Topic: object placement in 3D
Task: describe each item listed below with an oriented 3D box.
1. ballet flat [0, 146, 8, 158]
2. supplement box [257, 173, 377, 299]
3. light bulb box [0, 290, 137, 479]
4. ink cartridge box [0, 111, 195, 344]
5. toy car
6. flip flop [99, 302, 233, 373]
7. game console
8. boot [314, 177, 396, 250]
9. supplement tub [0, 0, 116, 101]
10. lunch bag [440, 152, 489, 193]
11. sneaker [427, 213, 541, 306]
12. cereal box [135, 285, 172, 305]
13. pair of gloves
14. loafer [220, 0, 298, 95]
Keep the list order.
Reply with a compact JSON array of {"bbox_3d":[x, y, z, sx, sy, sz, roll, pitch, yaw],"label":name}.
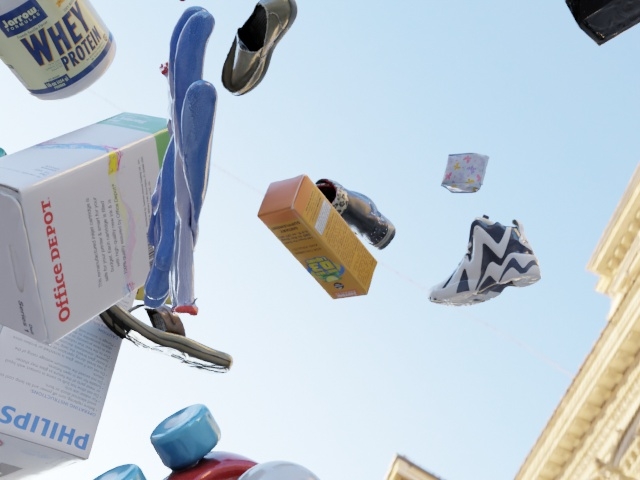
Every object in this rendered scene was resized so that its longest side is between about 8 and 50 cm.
[{"bbox_3d":[-0.709,-0.123,1.359,0.247,0.083,0.087,-8,-50,-12],"label":"ballet flat"},{"bbox_3d":[0.000,0.000,1.175,0.078,0.080,0.233,-12,-44,35],"label":"supplement box"},{"bbox_3d":[-0.563,0.241,1.365,0.225,0.361,0.358,31,-41,-31],"label":"light bulb box"},{"bbox_3d":[-0.296,-0.028,0.924,0.117,0.278,0.201,14,-60,26],"label":"ink cartridge box"},{"bbox_3d":[-0.076,0.290,0.708,0.238,0.210,0.219,-19,-79,39],"label":"toy car"},{"bbox_3d":[-0.280,0.163,1.320,0.277,0.080,0.112,26,-25,-17],"label":"flip flop"},{"bbox_3d":[0.559,-0.366,1.166,0.213,0.361,0.044,-28,-117,33],"label":"game console"},{"bbox_3d":[0.039,-0.081,1.500,0.178,0.236,0.085,33,-83,-36],"label":"boot"},{"bbox_3d":[-0.615,-0.486,1.540,0.235,0.235,0.325,7,-33,29],"label":"supplement tub"},{"bbox_3d":[0.282,-0.128,1.385,0.053,0.071,0.083,25,-16,-39],"label":"lunch bag"},{"bbox_3d":[0.303,0.032,1.394,0.235,0.094,0.153,-28,-124,44],"label":"sneaker"},{"bbox_3d":[-0.432,0.111,1.761,0.240,0.173,0.047,11,-90,63],"label":"cereal box"},{"bbox_3d":[-0.083,-0.037,0.407,0.198,0.023,0.159,179,-86,-74],"label":"pair of gloves"},{"bbox_3d":[-0.141,-0.387,1.422,0.094,0.087,0.251,49,-50,14],"label":"loafer"}]
